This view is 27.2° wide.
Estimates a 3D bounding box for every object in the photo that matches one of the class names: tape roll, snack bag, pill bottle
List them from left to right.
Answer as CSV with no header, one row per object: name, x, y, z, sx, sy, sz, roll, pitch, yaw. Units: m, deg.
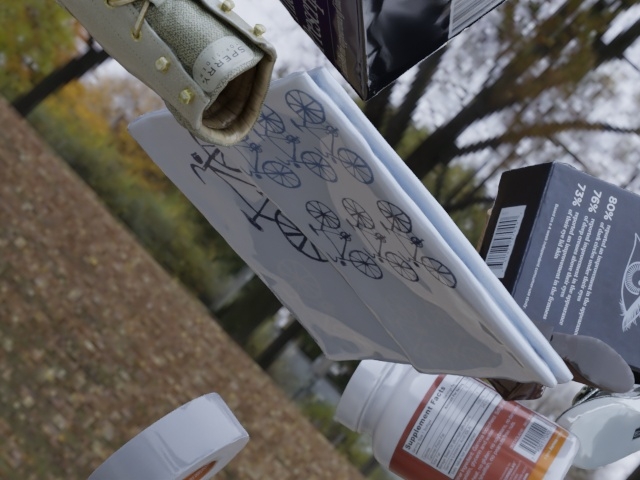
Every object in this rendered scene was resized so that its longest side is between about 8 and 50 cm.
tape roll,-0.198,0.288,1.688,0.072,0.219,0.219,53,-10,13
snack bag,0.000,0.000,1.069,0.323,0.037,0.342,49,-24,-22
pill bottle,0.128,0.188,1.267,0.216,0.121,0.121,30,-15,15

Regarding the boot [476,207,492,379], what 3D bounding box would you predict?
boot,0.296,0.065,1.509,0.104,0.295,0.211,-123,-145,-61

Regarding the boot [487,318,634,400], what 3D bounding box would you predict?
boot,0.192,0.113,1.086,0.106,0.037,0.114,29,-30,7

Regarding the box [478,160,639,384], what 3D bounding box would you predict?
box,0.253,0.035,1.206,0.207,0.153,0.108,22,-9,-16

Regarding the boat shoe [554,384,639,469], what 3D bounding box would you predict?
boat shoe,0.304,0.188,1.405,0.219,0.078,0.070,0,24,-45

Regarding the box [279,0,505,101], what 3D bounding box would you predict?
box,-0.005,-0.184,0.494,0.184,0.103,0.261,54,-4,12

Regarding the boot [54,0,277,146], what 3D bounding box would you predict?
boot,-0.101,-0.145,0.716,0.165,0.077,0.213,45,-11,17
